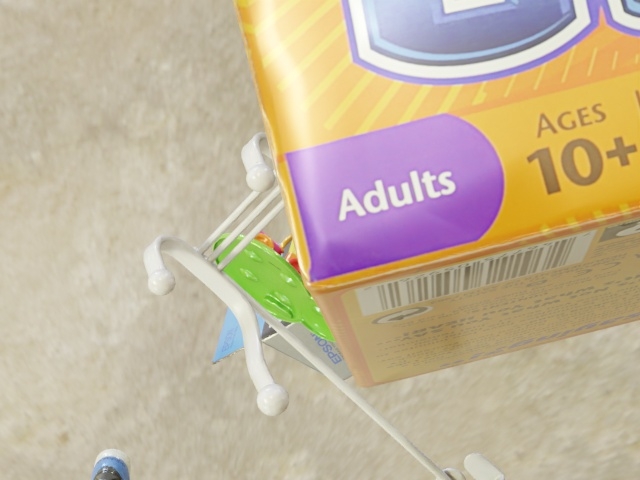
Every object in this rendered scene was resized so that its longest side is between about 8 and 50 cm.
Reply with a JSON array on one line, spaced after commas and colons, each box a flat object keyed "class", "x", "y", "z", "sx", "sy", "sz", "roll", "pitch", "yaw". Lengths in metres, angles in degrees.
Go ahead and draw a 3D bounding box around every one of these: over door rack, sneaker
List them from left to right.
[{"class": "sneaker", "x": -0.233, "y": 0.318, "z": 1.767, "sx": 0.058, "sy": 0.084, "sz": 0.152, "roll": 2, "pitch": 114, "yaw": 2}, {"class": "over door rack", "x": 0.076, "y": 0.042, "z": 1.048, "sx": 0.324, "sy": 0.108, "sz": 0.239, "roll": 37, "pitch": 118, "yaw": -17}]

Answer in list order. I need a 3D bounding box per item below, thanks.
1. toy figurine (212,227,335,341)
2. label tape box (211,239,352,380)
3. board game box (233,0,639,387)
[{"class": "toy figurine", "x": 0.000, "y": 0.000, "z": 1.691, "sx": 0.173, "sy": 0.130, "sz": 0.159, "roll": 34, "pitch": 62, "yaw": 11}, {"class": "label tape box", "x": 0.050, "y": 0.042, "z": 1.857, "sx": 0.333, "sy": 0.240, "sz": 0.106, "roll": -31, "pitch": 111, "yaw": 22}, {"class": "board game box", "x": 0.137, "y": -0.158, "z": 0.752, "sx": 0.356, "sy": 0.356, "sz": 0.356, "roll": -14, "pitch": 78, "yaw": 1}]
